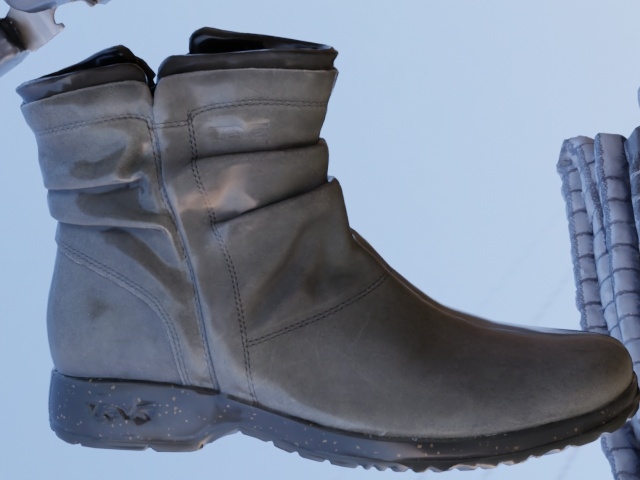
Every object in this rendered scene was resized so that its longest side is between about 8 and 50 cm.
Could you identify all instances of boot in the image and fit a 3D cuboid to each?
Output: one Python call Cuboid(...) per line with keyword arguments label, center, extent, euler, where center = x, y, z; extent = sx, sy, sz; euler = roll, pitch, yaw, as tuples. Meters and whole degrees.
Cuboid(label="boot", center=(0.000, 0.000, 0.702), extent=(0.083, 0.246, 0.161), euler=(-49, -41, -74))

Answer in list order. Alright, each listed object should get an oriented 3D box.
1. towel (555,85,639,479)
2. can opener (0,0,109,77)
Cuboid(label="towel", center=(0.271, 0.046, 1.011), extent=(0.235, 0.121, 0.284), euler=(19, -135, -21))
Cuboid(label="can opener", center=(-0.219, -0.131, 1.106), extent=(0.074, 0.280, 0.093), euler=(56, -168, 3))
